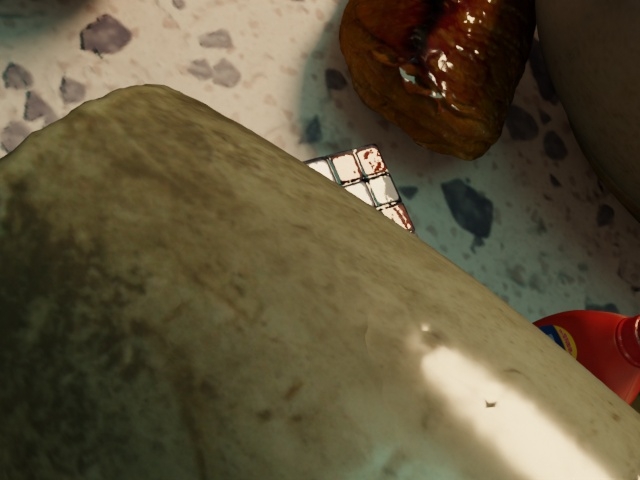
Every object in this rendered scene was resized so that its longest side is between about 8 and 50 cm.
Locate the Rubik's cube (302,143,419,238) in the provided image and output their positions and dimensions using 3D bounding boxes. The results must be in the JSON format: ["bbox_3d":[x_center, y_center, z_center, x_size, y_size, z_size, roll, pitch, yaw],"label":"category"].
[{"bbox_3d":[0.000,0.000,0.734,0.092,0.092,0.092,-18,80,-33],"label":"Rubik's cube"}]

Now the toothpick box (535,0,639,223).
[{"bbox_3d":[0.410,-0.148,0.844,0.425,0.409,0.409,48,54,-18],"label":"toothpick box"}]

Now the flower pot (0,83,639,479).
[{"bbox_3d":[-0.033,0.100,0.560,0.330,0.293,0.293,43,54,10],"label":"flower pot"}]

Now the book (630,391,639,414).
[{"bbox_3d":[0.255,0.203,0.806,0.170,0.018,0.242,28,56,5],"label":"book"}]

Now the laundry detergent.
[{"bbox_3d":[0.187,0.093,0.756,0.049,0.165,0.097,5,67,-29],"label":"laundry detergent"}]

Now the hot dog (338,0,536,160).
[{"bbox_3d":[0.101,-0.162,0.857,0.160,0.099,0.227,38,55,-11],"label":"hot dog"}]
